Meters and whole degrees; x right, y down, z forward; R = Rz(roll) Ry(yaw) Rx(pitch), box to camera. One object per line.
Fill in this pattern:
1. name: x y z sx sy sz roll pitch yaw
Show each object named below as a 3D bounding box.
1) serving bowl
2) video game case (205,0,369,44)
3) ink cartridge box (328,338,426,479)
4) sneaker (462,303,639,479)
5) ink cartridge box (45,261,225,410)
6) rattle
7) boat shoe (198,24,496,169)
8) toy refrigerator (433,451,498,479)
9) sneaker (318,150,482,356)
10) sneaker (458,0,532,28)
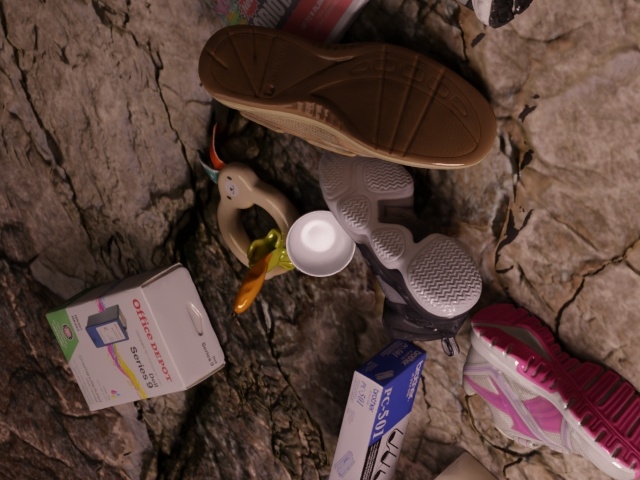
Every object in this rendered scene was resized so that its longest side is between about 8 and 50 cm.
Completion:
1. serving bowl: 0.000 0.000 1.937 0.083 0.027 0.083 -1 109 -2
2. video game case: -0.073 -0.331 1.842 0.285 0.025 0.204 48 134 9
3. ink cartridge box: 0.066 0.226 1.971 0.046 0.097 0.207 29 128 24
4. sneaker: 0.259 0.184 1.798 0.252 0.103 0.111 42 134 25
5. ink cartridge box: -0.249 0.131 2.184 0.212 0.093 0.154 -16 101 41
6. rattle: -0.118 -0.026 1.967 0.200 0.142 0.130 57 153 -9
7. boat shoe: 0.036 -0.155 1.794 0.341 0.110 0.122 19 81 16
8. toy refrigerator: 0.135 0.391 2.005 0.102 0.094 0.269 43 132 14
9. sneaker: 0.081 0.017 1.844 0.268 0.101 0.153 52 157 31
10. sneaker: 0.171 -0.344 1.587 0.108 0.100 0.272 34 130 27
